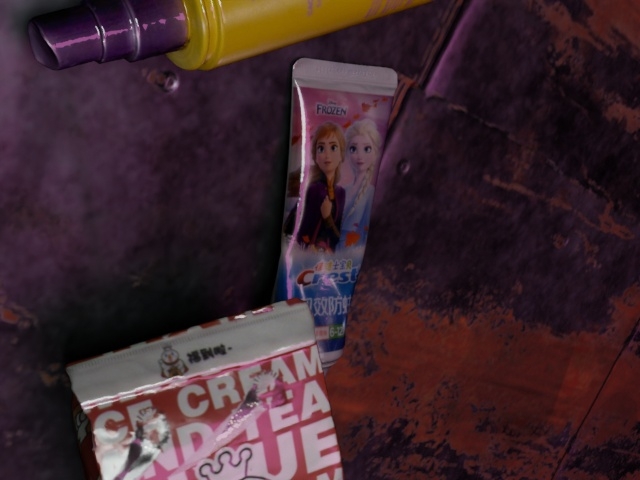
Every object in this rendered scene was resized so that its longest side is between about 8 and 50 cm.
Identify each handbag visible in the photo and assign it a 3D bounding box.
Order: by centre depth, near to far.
[{"bbox_3d":[-0.073,0.175,0.668,0.171,0.151,0.298,-11,120,-18],"label":"handbag"}]

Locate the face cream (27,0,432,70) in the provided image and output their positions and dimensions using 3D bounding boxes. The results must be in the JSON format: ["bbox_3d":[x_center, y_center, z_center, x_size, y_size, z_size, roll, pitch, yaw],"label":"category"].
[{"bbox_3d":[-0.041,-0.151,0.581,0.273,0.078,0.078,-24,126,-29],"label":"face cream"}]

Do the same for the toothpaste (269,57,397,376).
[{"bbox_3d":[0.000,0.000,0.723,0.096,0.061,0.266,-1,107,-39],"label":"toothpaste"}]
